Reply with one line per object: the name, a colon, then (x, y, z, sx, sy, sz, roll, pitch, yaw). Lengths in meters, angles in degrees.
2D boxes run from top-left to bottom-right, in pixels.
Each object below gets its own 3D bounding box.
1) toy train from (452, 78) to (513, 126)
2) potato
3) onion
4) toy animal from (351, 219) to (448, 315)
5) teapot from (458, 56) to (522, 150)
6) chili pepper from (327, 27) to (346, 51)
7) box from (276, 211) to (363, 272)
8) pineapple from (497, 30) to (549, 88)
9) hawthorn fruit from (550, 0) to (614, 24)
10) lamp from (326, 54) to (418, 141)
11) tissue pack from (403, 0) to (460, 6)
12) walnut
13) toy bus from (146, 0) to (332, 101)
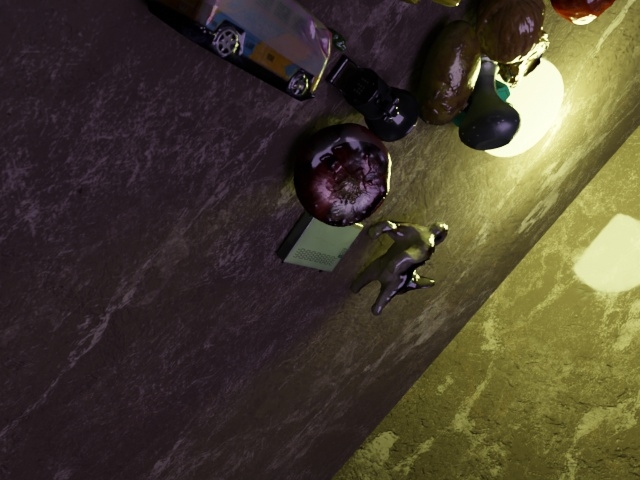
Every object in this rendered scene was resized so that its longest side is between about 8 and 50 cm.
toy train: (0.508, -0.412, 2.046, 0.203, 0.112, 0.163, -50, 143, 2)
potato: (0.353, -0.451, 1.783, 0.176, 0.141, 0.298, -32, 148, -42)
onion: (0.046, -0.181, 1.713, 0.272, 0.195, 0.272, -6, 109, -17)
toy animal: (0.298, 0.081, 2.275, 0.302, 0.194, 0.344, -18, 144, -31)
teapot: (0.482, -0.396, 1.888, 0.183, 0.251, 0.183, -5, 169, -1)
chili pepper: (0.028, -0.462, 1.491, 0.030, 0.034, 0.091, -25, 163, 32)
box: (0.000, 0.000, 1.962, 0.211, 0.045, 0.270, -55, 148, 14)
pineapple: (0.626, -0.588, 2.012, 0.186, 0.114, 0.236, -34, 157, -21)
hawthorn fruit: (0.766, -0.743, 1.921, 0.202, 0.185, 0.185, 3, 124, -43)
lamp: (0.141, -0.346, 1.621, 0.147, 0.172, 0.227, -51, 150, 11)
tissue pack: (0.235, -0.595, 1.442, 0.123, 0.178, 0.127, -4, 109, -47)
walnut: (0.514, -0.591, 1.768, 0.213, 0.213, 0.213, -31, 146, -24)
toy bus: (-0.120, -0.406, 1.237, 0.386, 0.171, 0.162, 15, 110, -56)
